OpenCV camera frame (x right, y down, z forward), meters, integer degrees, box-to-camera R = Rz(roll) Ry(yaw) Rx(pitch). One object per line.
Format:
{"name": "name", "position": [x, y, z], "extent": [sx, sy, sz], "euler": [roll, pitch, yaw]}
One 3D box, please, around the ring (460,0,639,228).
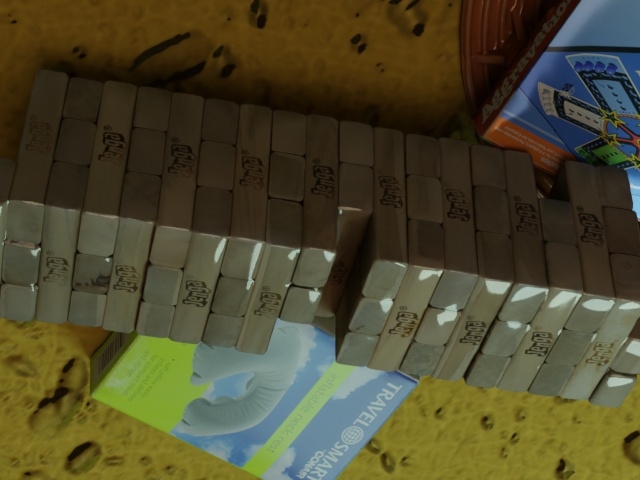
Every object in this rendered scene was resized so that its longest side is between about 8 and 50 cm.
{"name": "ring", "position": [0.240, -0.120, 0.732], "extent": [0.336, 0.032, 0.337], "euler": [-5, 121, -8]}

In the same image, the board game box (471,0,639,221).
{"name": "board game box", "position": [0.234, -0.058, 0.733], "extent": [0.281, 0.027, 0.145], "euler": [25, 113, -23]}

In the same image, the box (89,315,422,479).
{"name": "box", "position": [-0.030, 0.080, 0.795], "extent": [0.178, 0.042, 0.109], "euler": [30, 112, -24]}

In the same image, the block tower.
{"name": "block tower", "position": [0.000, 0.000, 0.691], "extent": [0.335, 0.097, 0.091], "euler": [8, 139, -8]}
